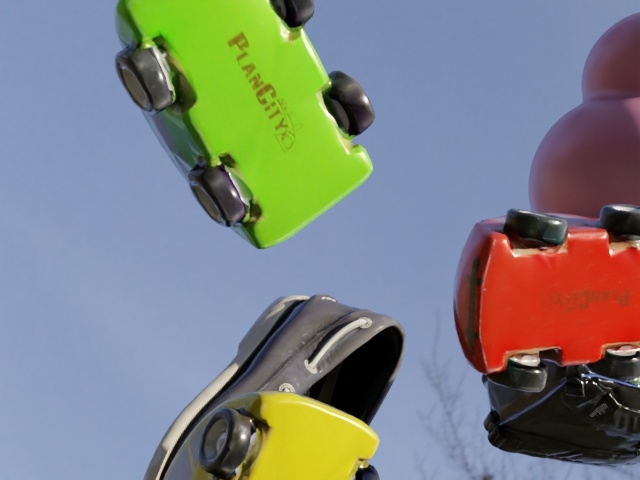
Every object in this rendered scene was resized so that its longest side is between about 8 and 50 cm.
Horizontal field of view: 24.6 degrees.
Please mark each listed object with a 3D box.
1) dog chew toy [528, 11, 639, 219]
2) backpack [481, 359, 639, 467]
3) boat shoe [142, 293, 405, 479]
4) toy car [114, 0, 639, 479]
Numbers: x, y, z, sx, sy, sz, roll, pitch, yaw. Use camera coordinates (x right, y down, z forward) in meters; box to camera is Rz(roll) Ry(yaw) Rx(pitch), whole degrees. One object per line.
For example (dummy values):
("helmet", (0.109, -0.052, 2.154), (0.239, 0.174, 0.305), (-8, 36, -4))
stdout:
("dog chew toy", (0.235, -0.015, 1.067), (0.207, 0.206, 0.332), (9, -99, 20))
("backpack", (0.170, 0.087, 0.908), (0.114, 0.084, 0.105), (17, -38, -23))
("boat shoe", (-0.019, 0.096, 0.644), (0.065, 0.206, 0.075), (1, -54, 25))
("toy car", (0.000, 0.000, 0.486), (0.053, 0.239, 0.225), (21, -37, 61))
